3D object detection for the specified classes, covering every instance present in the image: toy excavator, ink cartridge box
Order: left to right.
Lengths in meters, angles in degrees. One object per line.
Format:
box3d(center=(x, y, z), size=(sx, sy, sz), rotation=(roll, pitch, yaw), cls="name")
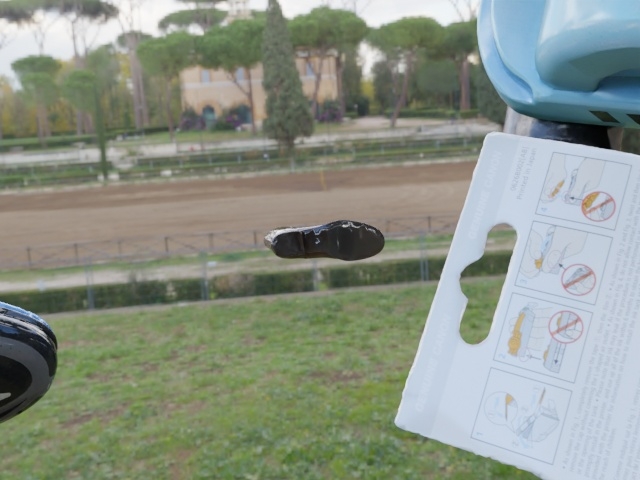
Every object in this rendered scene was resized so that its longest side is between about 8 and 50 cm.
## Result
box3d(center=(0.138, 0.041, 0.319), size=(0.179, 0.145, 0.045), rotation=(14, -13, 25), cls="ink cartridge box")
box3d(center=(0.293, -0.180, 0.498), size=(0.433, 0.222, 0.445), rotation=(11, -4, 27), cls="toy excavator")

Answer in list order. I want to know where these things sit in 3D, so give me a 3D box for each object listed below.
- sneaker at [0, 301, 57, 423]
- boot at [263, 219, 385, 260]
box3d(center=(-0.160, 0.064, 0.232), size=(0.078, 0.067, 0.188), rotation=(27, 20, 28), cls="sneaker")
box3d(center=(0.000, 0.000, 0.741), size=(0.106, 0.037, 0.114), rotation=(1, 0, -6), cls="boot")
